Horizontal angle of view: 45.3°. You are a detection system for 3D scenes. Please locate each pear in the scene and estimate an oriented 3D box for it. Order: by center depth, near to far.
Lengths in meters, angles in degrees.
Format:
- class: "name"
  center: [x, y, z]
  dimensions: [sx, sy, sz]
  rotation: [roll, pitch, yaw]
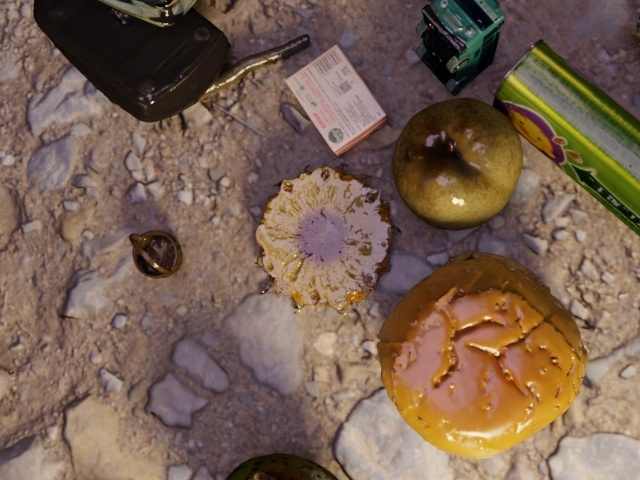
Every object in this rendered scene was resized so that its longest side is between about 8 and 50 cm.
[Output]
- class: "pear"
  center: [0.170, -0.097, 0.955]
  dimensions: [0.167, 0.136, 0.167]
  rotation: [-9, 68, 22]

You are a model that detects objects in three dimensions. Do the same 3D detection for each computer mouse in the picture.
- class: "computer mouse"
  center: [-0.262, -0.279, 1.063]
  dimensions: [0.269, 0.100, 0.170]
  rotation: [40, 78, 13]

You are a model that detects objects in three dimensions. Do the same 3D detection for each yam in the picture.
- class: "yam"
  center: [-0.121, -0.234, 1.078]
  dimensions: [0.234, 0.029, 0.027]
  rotation: [-26, 107, 4]

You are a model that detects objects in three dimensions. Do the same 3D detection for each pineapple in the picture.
- class: "pineapple"
  center: [0.000, 0.000, 1.020]
  dimensions: [0.221, 0.047, 0.221]
  rotation: [-1, 85, 9]

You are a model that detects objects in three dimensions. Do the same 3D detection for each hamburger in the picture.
- class: "hamburger"
  center: [0.191, 0.132, 0.913]
  dimensions: [0.244, 0.163, 0.245]
  rotation: [-1, 81, 10]

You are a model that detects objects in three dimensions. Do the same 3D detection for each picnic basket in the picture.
- class: "picnic basket"
  center: [-0.225, 0.017, 1.035]
  dimensions: [0.072, 0.083, 0.072]
  rotation: [-1, 83, 10]

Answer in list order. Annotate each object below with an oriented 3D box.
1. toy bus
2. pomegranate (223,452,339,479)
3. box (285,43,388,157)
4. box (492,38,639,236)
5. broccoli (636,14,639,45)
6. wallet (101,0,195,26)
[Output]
- class: "toy bus"
  center: [0.176, -0.255, 0.961]
  dimensions: [0.091, 0.160, 0.079]
  rotation: [-40, 79, 1]
- class: "pomegranate"
  center: [-0.048, 0.381, 0.910]
  dimensions: [0.198, 0.198, 0.246]
  rotation: [0, 84, 9]
- class: "box"
  center: [0.023, -0.188, 1.037]
  dimensions: [0.089, 0.043, 0.125]
  rotation: [-33, 80, 4]
- class: "box"
  center: [0.368, -0.092, 0.925]
  dimensions: [0.345, 0.134, 0.097]
  rotation: [44, 90, 12]
- class: "broccoli"
  center: [0.470, -0.303, 0.957]
  dimensions: [0.122, 0.118, 0.204]
  rotation: [14, 70, 21]
- class: "wallet"
  center: [-0.209, -0.399, 1.027]
  dimensions: [0.176, 0.075, 0.250]
  rotation: [27, 56, 8]
